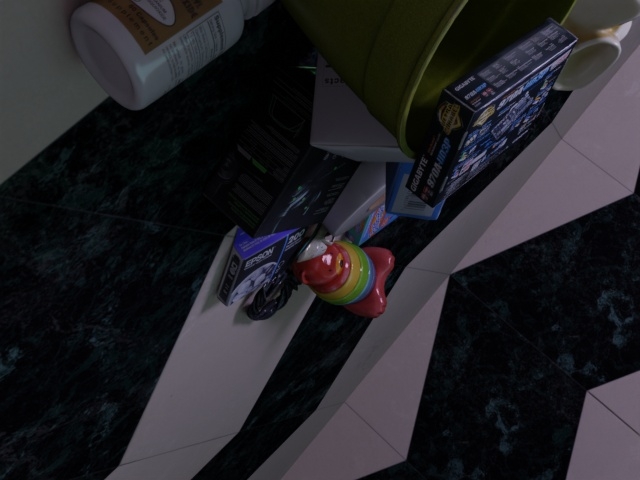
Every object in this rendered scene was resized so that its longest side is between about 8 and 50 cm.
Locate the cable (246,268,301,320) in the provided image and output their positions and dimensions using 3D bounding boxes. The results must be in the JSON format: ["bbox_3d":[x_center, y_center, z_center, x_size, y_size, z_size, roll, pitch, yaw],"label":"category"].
[{"bbox_3d":[-0.114,0.122,2.150,0.150,0.047,0.184,-44,165,3],"label":"cable"}]

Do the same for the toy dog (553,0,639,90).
[{"bbox_3d":[0.430,-0.540,1.615,0.395,0.284,0.408,139,-35,-58],"label":"toy dog"}]

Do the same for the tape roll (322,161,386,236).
[{"bbox_3d":[0.156,-0.152,1.996,0.392,0.072,0.392,-39,174,-4],"label":"tape roll"}]

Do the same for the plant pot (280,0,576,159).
[{"bbox_3d":[0.095,-0.352,1.153,0.366,0.353,0.366,-42,161,-18],"label":"plant pot"}]

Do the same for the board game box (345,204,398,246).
[{"bbox_3d":[0.162,-0.095,2.326,0.210,0.047,0.160,-35,158,-33],"label":"board game box"}]

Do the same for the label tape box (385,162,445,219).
[{"bbox_3d":[0.187,-0.243,1.679,0.241,0.105,0.334,105,-9,-54],"label":"label tape box"}]

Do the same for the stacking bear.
[{"bbox_3d":[0.035,0.070,2.201,0.289,0.164,0.175,25,75,-60],"label":"stacking bear"}]

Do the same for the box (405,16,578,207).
[{"bbox_3d":[0.211,-0.157,1.165,0.220,0.051,0.175,-37,159,-32],"label":"box"}]

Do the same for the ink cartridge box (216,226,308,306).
[{"bbox_3d":[-0.111,0.017,1.931,0.206,0.045,0.208,-32,154,-41],"label":"ink cartridge box"}]

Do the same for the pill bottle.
[{"bbox_3d":[-0.163,-0.265,1.093,0.229,0.131,0.131,-41,160,-23],"label":"pill bottle"}]

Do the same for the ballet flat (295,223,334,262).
[{"bbox_3d":[0.000,0.000,2.058,0.057,0.052,0.168,-53,-177,45],"label":"ballet flat"}]

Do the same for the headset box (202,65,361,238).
[{"bbox_3d":[-0.038,-0.147,1.622,0.283,0.131,0.246,-57,161,24],"label":"headset box"}]

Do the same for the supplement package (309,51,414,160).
[{"bbox_3d":[0.109,-0.271,1.410,0.177,0.175,0.293,7,88,-65],"label":"supplement package"}]
